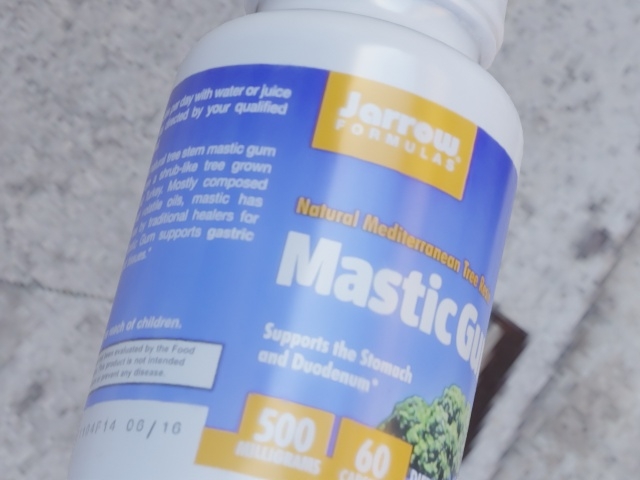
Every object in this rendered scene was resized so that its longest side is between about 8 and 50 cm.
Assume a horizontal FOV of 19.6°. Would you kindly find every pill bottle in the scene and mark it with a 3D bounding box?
[{"bbox_3d":[0.000,0.000,0.763,0.152,0.152,0.272,37,60,-50],"label":"pill bottle"}]
